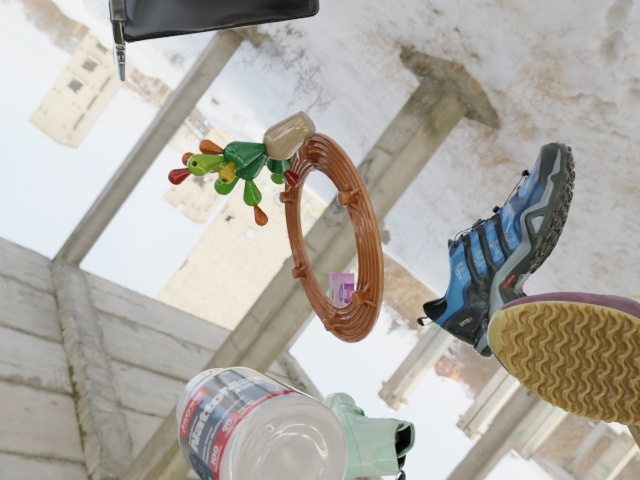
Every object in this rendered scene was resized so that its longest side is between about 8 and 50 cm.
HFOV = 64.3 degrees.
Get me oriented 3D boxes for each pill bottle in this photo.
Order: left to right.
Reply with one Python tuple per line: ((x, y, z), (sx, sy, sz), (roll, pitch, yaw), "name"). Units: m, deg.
((-0.067, 0.174, 0.460), (0.108, 0.107, 0.180), (35, 161, -26), "pill bottle")

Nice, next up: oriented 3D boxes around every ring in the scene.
((0.000, 0.000, 0.801), (0.032, 0.336, 0.336), (-12, -152, -23), "ring")

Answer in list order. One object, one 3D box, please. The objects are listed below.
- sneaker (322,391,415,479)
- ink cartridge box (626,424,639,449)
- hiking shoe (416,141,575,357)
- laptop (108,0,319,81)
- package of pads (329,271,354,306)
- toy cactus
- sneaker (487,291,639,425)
((0.073, 0.302, 0.792), (0.256, 0.151, 0.094), (-14, -84, -80), "sneaker")
((0.437, 0.215, 0.571), (0.194, 0.088, 0.234), (13, -132, -34), "ink cartridge box")
((0.238, 0.001, 0.689), (0.132, 0.303, 0.113), (25, -176, 31), "hiking shoe")
((-0.192, -0.460, 0.731), (0.237, 0.381, 0.408), (-5, -173, -20), "laptop")
((0.043, 0.104, 1.019), (0.050, 0.083, 0.032), (5, 169, -25), "package of pads")
((-0.084, -0.106, 0.704), (0.219, 0.181, 0.112), (11, -129, -56), "toy cactus")
((0.193, 0.062, 0.298), (0.186, 0.069, 0.084), (8, -167, 13), "sneaker")
